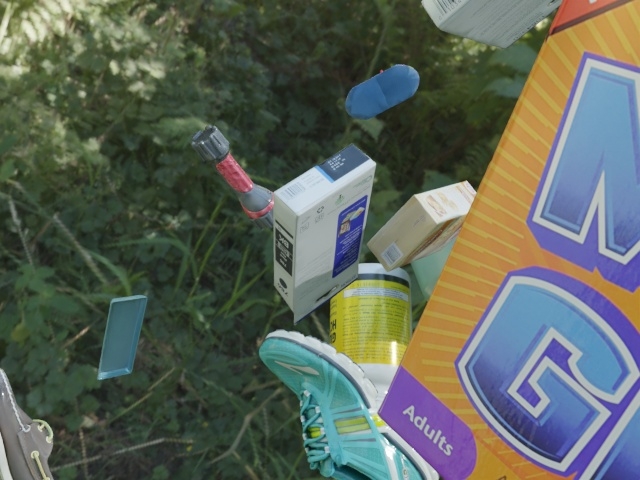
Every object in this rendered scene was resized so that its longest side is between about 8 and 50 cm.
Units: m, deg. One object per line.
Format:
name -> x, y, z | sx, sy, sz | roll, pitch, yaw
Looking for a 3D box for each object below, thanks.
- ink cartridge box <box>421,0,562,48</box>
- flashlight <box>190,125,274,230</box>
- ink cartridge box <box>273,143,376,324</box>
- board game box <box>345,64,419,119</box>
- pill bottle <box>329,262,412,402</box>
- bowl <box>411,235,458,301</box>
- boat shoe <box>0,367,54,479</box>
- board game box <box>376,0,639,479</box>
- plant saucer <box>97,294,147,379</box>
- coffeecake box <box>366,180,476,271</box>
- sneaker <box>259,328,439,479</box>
ink cartridge box -> 0.361, -0.452, 1.216 | 0.071, 0.324, 0.330 | 58, 29, 10
flashlight -> -0.210, -0.162, 1.946 | 0.304, 0.103, 0.103 | 53, 17, -32
ink cartridge box -> 0.000, 0.000, 1.254 | 0.165, 0.333, 0.065 | -35, 62, -25
board game box -> 0.125, -0.324, 1.585 | 0.033, 0.168, 0.133 | 67, 10, 26
pill bottle -> 0.113, 0.234, 1.676 | 0.187, 0.188, 0.334 | 15, 63, -29
bowl -> 0.329, 0.061, 1.592 | 0.311, 0.311, 0.163 | 20, 58, -24
boat shoe -> -0.481, 0.351, 1.216 | 0.096, 0.116, 0.325 | -19, 99, -32
board game box -> 0.324, 0.043, 0.462 | 0.356, 0.357, 0.356 | -12, 41, -43
plant saucer -> -0.358, 0.173, 1.340 | 0.067, 0.192, 0.018 | -7, 42, -35
coffeecake box -> 0.194, -0.028, 1.347 | 0.185, 0.142, 0.068 | -17, 66, -49
sneaker -> 0.022, 0.219, 0.878 | 0.110, 0.107, 0.275 | -38, 81, -29
